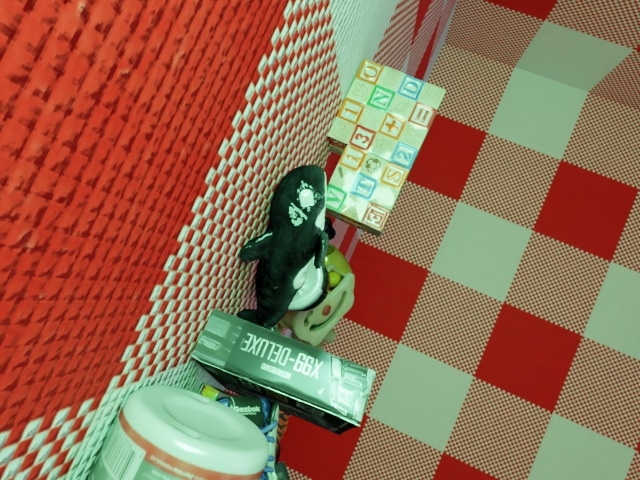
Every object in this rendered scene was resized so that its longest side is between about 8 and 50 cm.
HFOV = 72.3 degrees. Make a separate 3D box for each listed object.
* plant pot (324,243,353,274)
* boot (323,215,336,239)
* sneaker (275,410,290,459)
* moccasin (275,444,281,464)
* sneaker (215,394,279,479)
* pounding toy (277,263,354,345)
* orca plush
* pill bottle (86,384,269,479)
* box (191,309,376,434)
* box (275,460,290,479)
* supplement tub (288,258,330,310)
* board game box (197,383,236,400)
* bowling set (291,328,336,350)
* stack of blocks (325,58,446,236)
[{"bbox_3d":[0.017,0.067,1.217,0.134,0.134,0.095,-56,141,-51],"label":"plant pot"},{"bbox_3d":[0.001,0.000,1.148,0.121,0.045,0.099,75,37,-66],"label":"boot"},{"bbox_3d":[-0.091,0.441,1.109,0.180,0.124,0.321,-12,122,-34],"label":"sneaker"},{"bbox_3d":[-0.227,0.789,1.596,0.380,0.146,0.139,92,8,-59],"label":"moccasin"},{"bbox_3d":[-0.107,0.312,0.567,0.315,0.127,0.182,37,-60,58],"label":"sneaker"},{"bbox_3d":[-0.051,0.157,1.086,0.269,0.154,0.154,-44,137,-25],"label":"pounding toy"},{"bbox_3d":[-0.083,0.019,0.654,0.287,0.102,0.151,-60,-139,31],"label":"orca plush"},{"bbox_3d":[-0.180,0.312,0.442,0.161,0.161,0.283,69,45,-78],"label":"pill bottle"},{"bbox_3d":[-0.056,0.228,0.714,0.307,0.242,0.077,98,13,-64],"label":"box"},{"bbox_3d":[-0.196,0.619,1.047,0.232,0.059,0.183,-11,143,-22],"label":"box"},{"bbox_3d":[-0.042,0.076,0.833,0.190,0.116,0.117,68,46,-79],"label":"supplement tub"},{"bbox_3d":[-0.205,0.333,0.794,0.259,0.039,0.124,87,28,-66],"label":"board game box"},{"bbox_3d":[-0.038,0.317,1.561,0.287,0.154,0.200,-64,-170,-25],"label":"bowling set"},{"bbox_3d":[0.102,-0.178,0.863,0.087,0.171,0.297,50,64,-81],"label":"stack of blocks"}]
